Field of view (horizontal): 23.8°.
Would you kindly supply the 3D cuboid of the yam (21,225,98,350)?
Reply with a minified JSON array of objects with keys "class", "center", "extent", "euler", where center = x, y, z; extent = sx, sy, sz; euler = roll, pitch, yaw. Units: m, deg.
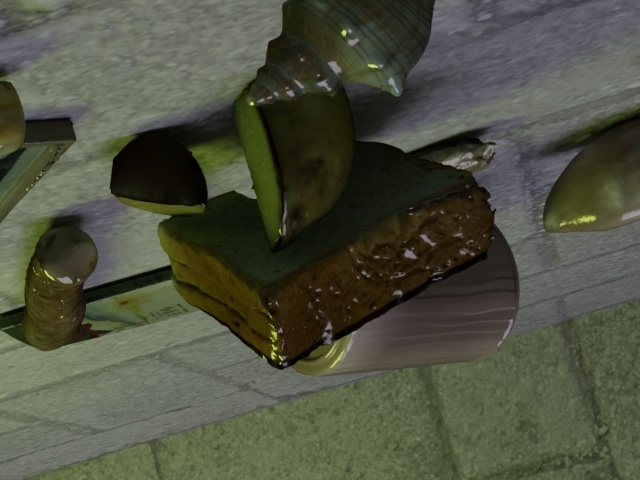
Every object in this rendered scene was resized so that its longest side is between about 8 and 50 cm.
[{"class":"yam","center":[-0.303,0.058,1.765],"extent":[0.081,0.081,0.357],"euler":[-11,168,-16]}]

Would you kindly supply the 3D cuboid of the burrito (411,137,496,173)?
[{"class":"burrito","center":[0.116,-0.077,1.747],"extent":[0.188,0.045,0.058],"euler":[-22,172,18]}]

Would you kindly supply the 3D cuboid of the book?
[{"class":"book","center":[-0.270,0.090,2.037],"extent":[0.289,0.026,0.201],"euler":[-15,165,4]}]

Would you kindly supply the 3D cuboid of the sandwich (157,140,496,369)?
[{"class":"sandwich","center":[0.000,-0.001,1.515],"extent":[0.273,0.095,0.249],"euler":[-27,-151,-26]}]

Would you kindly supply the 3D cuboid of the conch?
[{"class":"conch","center":[0.026,-0.185,1.078],"extent":[0.137,0.234,0.114],"euler":[33,166,-31]}]

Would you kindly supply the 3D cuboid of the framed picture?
[{"class":"framed picture","center":[-0.395,-0.032,1.410],"extent":[0.247,0.022,0.335],"euler":[-7,165,-31]}]

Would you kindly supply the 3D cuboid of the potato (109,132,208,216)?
[{"class":"potato","center":[-0.154,-0.061,1.473],"extent":[0.096,0.066,0.103],"euler":[11,172,-7]}]

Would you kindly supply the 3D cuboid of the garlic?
[{"class":"garlic","center":[0.414,-0.100,1.845],"extent":[0.318,0.112,0.143],"euler":[-22,-170,-1]}]

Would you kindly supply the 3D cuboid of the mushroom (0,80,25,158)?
[{"class":"mushroom","center":[-0.395,-0.060,1.163],"extent":[0.333,0.087,0.107],"euler":[-12,164,-23]}]

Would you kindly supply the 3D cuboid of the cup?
[{"class":"cup","center":[0.070,0.045,1.951],"extent":[0.273,0.288,0.208],"euler":[-4,127,-37]}]

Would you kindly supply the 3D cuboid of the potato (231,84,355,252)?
[{"class":"potato","center":[-0.002,-0.077,1.398],"extent":[0.120,0.149,0.081],"euler":[-12,172,-23]}]
